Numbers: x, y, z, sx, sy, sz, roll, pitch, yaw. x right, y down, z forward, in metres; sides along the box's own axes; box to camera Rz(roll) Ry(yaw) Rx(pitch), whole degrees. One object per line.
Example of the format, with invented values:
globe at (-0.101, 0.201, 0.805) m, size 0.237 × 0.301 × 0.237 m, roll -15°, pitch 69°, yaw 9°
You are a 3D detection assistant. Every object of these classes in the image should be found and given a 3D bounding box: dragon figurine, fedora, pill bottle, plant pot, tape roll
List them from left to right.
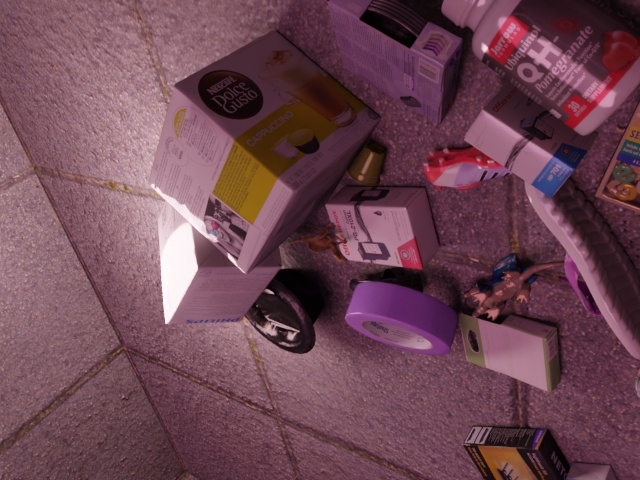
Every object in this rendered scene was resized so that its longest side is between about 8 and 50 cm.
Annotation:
fedora at (-0.106, 0.182, 1.852) m, size 0.334 × 0.152 × 0.334 m, roll 30°, pitch 141°, yaw 28°
plant pot at (0.113, -0.183, 1.416) m, size 0.083 × 0.083 × 0.079 m, roll 33°, pitch 127°, yaw 15°
tape roll at (0.205, 0.201, 1.552) m, size 0.274 × 0.090 × 0.275 m, roll 17°, pitch 160°, yaw 6°
dragon figurine at (0.423, 0.090, 1.360) m, size 0.085 × 0.144 × 0.289 m, roll 47°, pitch 122°, yaw 1°
pill bottle at (0.359, -0.330, 0.984) m, size 0.318 × 0.176 × 0.176 m, roll 40°, pitch 141°, yaw 8°

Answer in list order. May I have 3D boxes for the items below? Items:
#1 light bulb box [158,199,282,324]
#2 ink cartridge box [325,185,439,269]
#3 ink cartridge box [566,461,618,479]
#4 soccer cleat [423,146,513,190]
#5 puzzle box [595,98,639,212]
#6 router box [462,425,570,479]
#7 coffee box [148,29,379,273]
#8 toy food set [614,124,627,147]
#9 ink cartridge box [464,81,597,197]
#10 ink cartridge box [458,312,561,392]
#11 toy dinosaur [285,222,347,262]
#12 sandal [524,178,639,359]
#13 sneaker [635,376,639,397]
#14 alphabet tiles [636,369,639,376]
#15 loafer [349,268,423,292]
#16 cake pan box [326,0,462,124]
light bulb box at (-0.293, 0.001, 1.682) m, size 0.361 × 0.225 × 0.358 m, roll -50°, pitch 44°, yaw 51°
ink cartridge box at (0.148, -0.035, 1.484) m, size 0.237 × 0.100 × 0.172 m, roll 6°, pitch 126°, yaw 40°
ink cartridge box at (0.735, 0.671, 1.603) m, size 0.104 × 0.060 × 0.180 m, roll -14°, pitch 112°, yaw 46°
soccer cleat at (0.327, -0.150, 1.257) m, size 0.248 × 0.083 × 0.095 m, roll 0°, pitch 140°, yaw 41°
puzzle box at (0.687, -0.111, 0.961) m, size 0.408 × 0.052 × 0.272 m, roll 24°, pitch 136°, yaw 19°
router box at (0.580, 0.662, 1.716) m, size 0.242 × 0.081 × 0.309 m, roll -18°, pitch 110°, yaw 48°
coffee box at (-0.139, -0.204, 1.407) m, size 0.334 × 0.337 × 0.338 m, roll 42°, pitch 141°, yaw 6°
toy food set at (0.574, -0.157, 1.067) m, size 0.122 × 0.019 × 0.078 m, roll 15°, pitch 132°, yaw 32°
ink cartridge box at (0.382, -0.188, 1.115) m, size 0.190 × 0.139 × 0.082 m, roll 37°, pitch 141°, yaw 10°
ink cartridge box at (0.461, 0.258, 1.498) m, size 0.235 × 0.056 × 0.171 m, roll 17°, pitch 133°, yaw 45°
toy dinosaur at (0.000, 0.000, 1.497) m, size 0.183 × 0.092 × 0.053 m, roll 17°, pitch 133°, yaw 35°
sandal at (0.510, 0.039, 1.188) m, size 0.102 × 0.169 × 0.416 m, roll -31°, pitch 88°, yaw 47°
sneaker at (0.755, 0.358, 1.318) m, size 0.166 × 0.065 × 0.076 m, roll 49°, pitch 136°, yaw -7°
alphabet tiles at (0.759, 0.258, 1.200) m, size 0.198 × 0.009 × 0.237 m, roll 30°, pitch 117°, yaw 18°
loafer at (0.173, 0.113, 1.623) m, size 0.223 × 0.076 × 0.078 m, roll 3°, pitch 89°, yaw 41°
cake pan box at (0.140, -0.347, 1.145) m, size 0.245 × 0.070 × 0.267 m, roll 33°, pitch 175°, yaw 15°
